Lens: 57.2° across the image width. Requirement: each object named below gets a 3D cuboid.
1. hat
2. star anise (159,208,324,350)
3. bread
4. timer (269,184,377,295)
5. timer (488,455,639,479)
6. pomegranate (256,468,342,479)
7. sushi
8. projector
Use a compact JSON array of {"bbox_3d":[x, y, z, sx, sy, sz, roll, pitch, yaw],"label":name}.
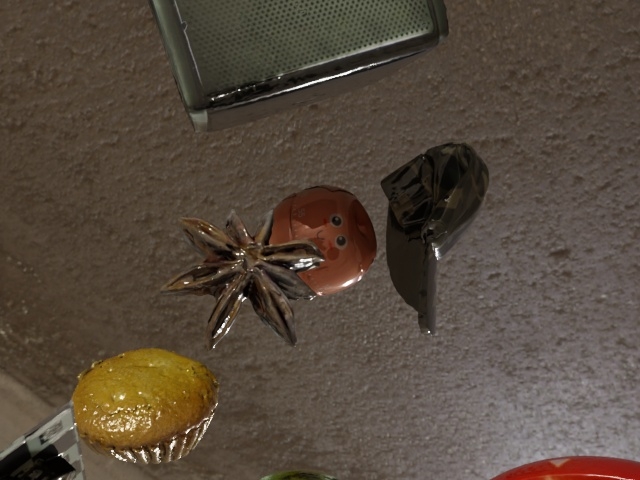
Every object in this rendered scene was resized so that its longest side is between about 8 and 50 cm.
[{"bbox_3d":[0.264,-0.002,1.291,0.257,0.366,0.381,-23,115,3],"label":"hat"},{"bbox_3d":[-0.095,0.047,0.802,0.236,0.229,0.093,-24,170,-26],"label":"star anise"},{"bbox_3d":[-0.285,0.277,0.968,0.240,0.240,0.139,2,109,5],"label":"bread"},{"bbox_3d":[0.000,0.000,1.237,0.215,0.229,0.229,-20,129,17],"label":"timer"},{"bbox_3d":[0.264,0.382,0.514,0.378,0.279,0.377,7,105,25],"label":"timer"},{"bbox_3d":[-0.043,0.242,0.410,0.220,0.156,0.156,-1,134,10],"label":"pomegranate"},{"bbox_3d":[-0.443,0.412,0.768,0.064,0.343,0.359,40,140,16],"label":"sushi"},{"bbox_3d":[-0.053,-0.351,0.974,0.405,0.395,0.242,-18,98,-8],"label":"projector"}]
